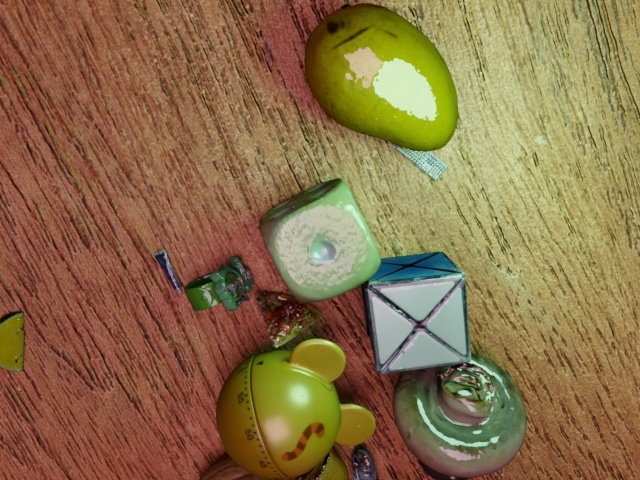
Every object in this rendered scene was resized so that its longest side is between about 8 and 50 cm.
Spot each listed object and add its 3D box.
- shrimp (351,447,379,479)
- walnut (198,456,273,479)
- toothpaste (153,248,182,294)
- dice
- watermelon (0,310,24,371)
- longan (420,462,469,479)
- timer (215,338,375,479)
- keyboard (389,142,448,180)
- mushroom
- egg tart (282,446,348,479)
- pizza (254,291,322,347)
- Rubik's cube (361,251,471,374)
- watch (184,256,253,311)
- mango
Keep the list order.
[{"bbox_3d":[0.136,0.747,1.703,0.090,0.079,0.232,-19,112,-36],"label":"shrimp"},{"bbox_3d":[-0.255,0.755,1.623,0.261,0.225,0.225,-37,101,1],"label":"walnut"},{"bbox_3d":[-0.428,0.092,1.564,0.037,0.021,0.139,-24,100,4],"label":"toothpaste"},{"bbox_3d":[0.000,0.000,1.439,0.252,0.249,0.254,-25,102,4],"label":"dice"},{"bbox_3d":[-0.902,0.293,1.566,0.092,0.075,0.181,7,101,-7],"label":"watermelon"},{"bbox_3d":[0.386,0.628,1.634,0.190,0.189,0.189,0,103,-2],"label":"longan"},{"bbox_3d":[-0.073,0.452,1.493,0.387,0.376,0.375,-23,102,7],"label":"timer"},{"bbox_3d":[0.269,-0.238,1.516,0.176,0.014,0.055,38,102,-9],"label":"keyboard"},{"bbox_3d":[0.380,0.445,1.491,0.363,0.362,0.294,4,135,-3],"label":"mushroom"},{"bbox_3d":[-0.021,0.676,1.625,0.215,0.215,0.171,-41,115,7],"label":"egg tart"},{"bbox_3d":[-0.090,0.214,1.518,0.201,0.193,0.053,14,126,-10],"label":"pizza"},{"bbox_3d":[0.247,0.188,1.491,0.261,0.259,0.254,-6,101,3],"label":"Rubik's cube"},{"bbox_3d":[-0.285,0.134,1.532,0.152,0.165,0.131,-16,105,27],"label":"watch"},{"bbox_3d":[0.165,-0.387,1.377,0.445,0.220,0.301,41,96,-13],"label":"mango"}]
